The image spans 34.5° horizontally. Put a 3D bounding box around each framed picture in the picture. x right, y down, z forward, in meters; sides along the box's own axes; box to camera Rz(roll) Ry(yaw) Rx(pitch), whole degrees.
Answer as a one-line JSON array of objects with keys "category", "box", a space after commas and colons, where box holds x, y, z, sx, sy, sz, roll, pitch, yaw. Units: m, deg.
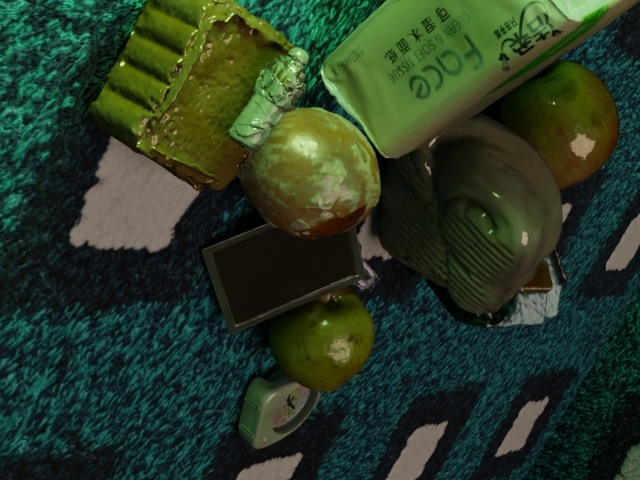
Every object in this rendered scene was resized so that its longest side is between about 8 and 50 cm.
[{"category": "framed picture", "box": [-0.055, 0.036, 1.667, 0.252, 0.014, 0.197, -22, 131, -10]}]

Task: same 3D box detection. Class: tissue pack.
[{"category": "tissue pack", "box": [0.249, -0.320, 1.457, 0.332, 0.205, 0.405, -36, -178, -39]}]

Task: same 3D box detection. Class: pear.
[{"category": "pear", "box": [0.000, 0.161, 1.807, 0.200, 0.200, 0.200, -34, 143, -30]}]

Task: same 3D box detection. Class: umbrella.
[{"category": "umbrella", "box": [-0.059, -0.175, 1.273, 0.143, 0.062, 0.067, -58, -173, -1]}]

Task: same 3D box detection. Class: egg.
[{"category": "egg", "box": [-0.020, -0.100, 1.515, 0.233, 0.195, 0.195, 22, 103, -39]}]

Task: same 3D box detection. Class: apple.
[{"category": "apple", "box": [0.450, -0.228, 2.008, 0.246, 0.246, 0.226, -44, 117, -16]}]

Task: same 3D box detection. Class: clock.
[{"category": "clock", "box": [-0.067, 0.305, 1.971, 0.191, 0.062, 0.151, -20, 135, -43]}]

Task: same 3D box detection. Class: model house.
[{"category": "model house", "box": [0.354, 0.006, 2.050, 0.230, 0.280, 0.248, -1, 110, -12]}]

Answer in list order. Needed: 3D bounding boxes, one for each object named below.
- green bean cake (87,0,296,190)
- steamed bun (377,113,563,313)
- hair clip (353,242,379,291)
[{"category": "green bean cake", "box": [-0.157, -0.192, 1.302, 0.229, 0.131, 0.224, -59, 151, 2]}, {"category": "steamed bun", "box": [0.279, -0.063, 1.818, 0.255, 0.342, 0.367, -34, 158, -28]}, {"category": "hair clip", "box": [-0.004, -0.006, 1.732, 0.137, 0.090, 0.278, -40, 132, 4]}]
